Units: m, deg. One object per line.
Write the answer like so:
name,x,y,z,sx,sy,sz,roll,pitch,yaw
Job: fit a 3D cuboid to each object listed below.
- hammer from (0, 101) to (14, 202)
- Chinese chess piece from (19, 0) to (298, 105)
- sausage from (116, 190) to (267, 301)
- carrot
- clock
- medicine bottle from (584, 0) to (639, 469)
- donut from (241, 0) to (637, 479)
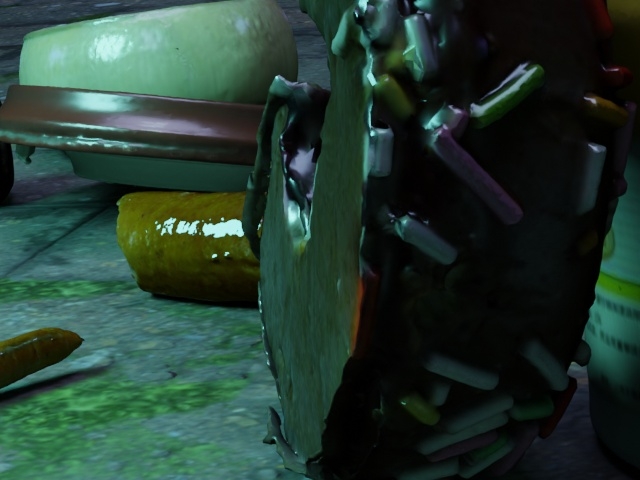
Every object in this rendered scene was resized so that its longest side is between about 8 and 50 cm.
hammer,-0.361,-0.018,1.464,0.242,0.095,0.409,-7,20,-8
Chinese chess piece,-0.156,-0.162,1.802,0.270,0.112,0.270,-9,5,1
sausage,-0.001,0.001,1.225,0.302,0.076,0.103,0,16,21
carrot,-0.216,0.081,1.070,0.190,0.037,0.037,-18,19,-42
clock,-0.114,-0.076,1.529,0.319,0.080,0.318,6,2,0
medicine bottle,0.242,-0.019,0.901,0.238,0.231,0.238,-6,13,1
donut,0.050,-0.026,0.853,0.136,0.345,0.259,-1,39,-12
